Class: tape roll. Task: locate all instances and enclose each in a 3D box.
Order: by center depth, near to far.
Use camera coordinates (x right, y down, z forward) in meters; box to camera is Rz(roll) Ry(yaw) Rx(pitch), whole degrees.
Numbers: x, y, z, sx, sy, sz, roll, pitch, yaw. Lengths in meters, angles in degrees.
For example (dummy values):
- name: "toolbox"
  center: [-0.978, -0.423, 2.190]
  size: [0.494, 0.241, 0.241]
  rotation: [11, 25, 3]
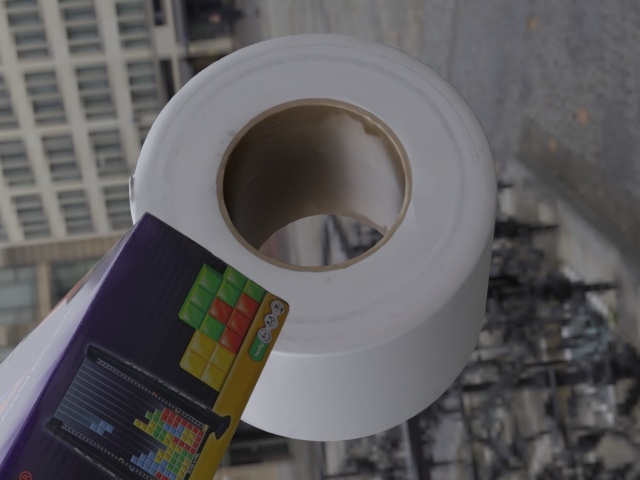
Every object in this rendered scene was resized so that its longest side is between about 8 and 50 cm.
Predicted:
- name: "tape roll"
  center: [0.000, 0.000, 1.046]
  size: [0.169, 0.246, 0.246]
  rotation: [85, 177, -63]

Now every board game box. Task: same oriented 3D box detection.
- name: "board game box"
  center: [-0.087, 0.093, 0.363]
  size: [0.141, 0.048, 0.170]
  rotation: [-41, 19, 49]
